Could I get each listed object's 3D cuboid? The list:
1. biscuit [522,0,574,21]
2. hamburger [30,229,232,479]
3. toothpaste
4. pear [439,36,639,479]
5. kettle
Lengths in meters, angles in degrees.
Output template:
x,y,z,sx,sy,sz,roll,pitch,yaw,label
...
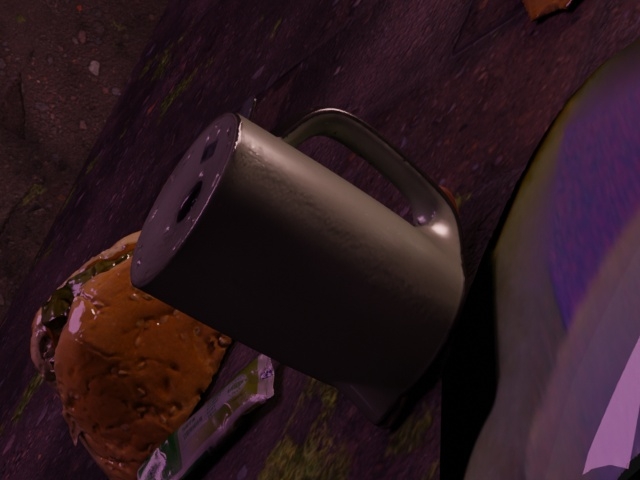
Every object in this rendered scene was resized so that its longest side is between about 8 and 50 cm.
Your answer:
x,y,z,sx,sy,sz,roll,pitch,yaw,label
0.273,-0.327,1.462,0.232,0.013,0.237,-49,19,22,biscuit
-0.229,0.109,1.743,0.330,0.209,0.162,-64,19,-14,hamburger
-0.126,0.211,1.571,0.248,0.047,0.078,-45,26,27,toothpaste
0.209,0.103,0.592,0.399,0.165,0.399,-167,90,-68,pear
0.000,0.000,1.241,0.165,0.255,0.240,-28,36,61,kettle
